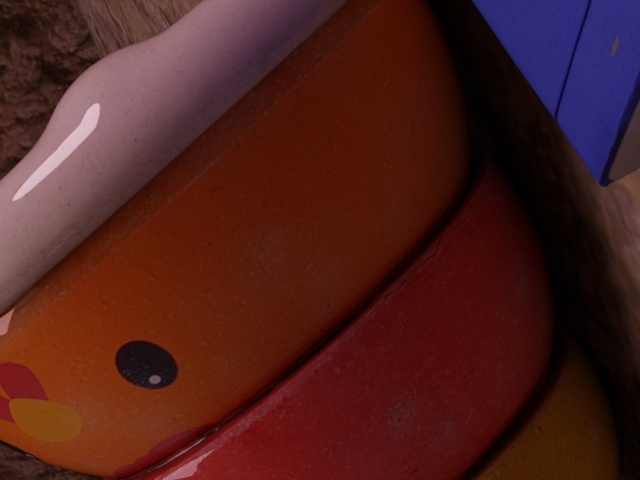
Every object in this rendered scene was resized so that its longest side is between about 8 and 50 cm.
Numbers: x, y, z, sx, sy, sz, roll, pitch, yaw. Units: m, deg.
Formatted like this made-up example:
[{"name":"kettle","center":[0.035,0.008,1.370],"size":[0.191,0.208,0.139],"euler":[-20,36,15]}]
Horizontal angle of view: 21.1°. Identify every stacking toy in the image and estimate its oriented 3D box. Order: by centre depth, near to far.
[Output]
[{"name":"stacking toy","center":[0.042,0.099,0.892],"size":[0.480,0.350,0.350],"euler":[48,173,-6]}]

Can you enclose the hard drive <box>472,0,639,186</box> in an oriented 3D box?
[{"name":"hard drive","center":[0.039,-0.190,0.603],"size":[0.318,0.040,0.210],"euler":[58,170,17]}]
